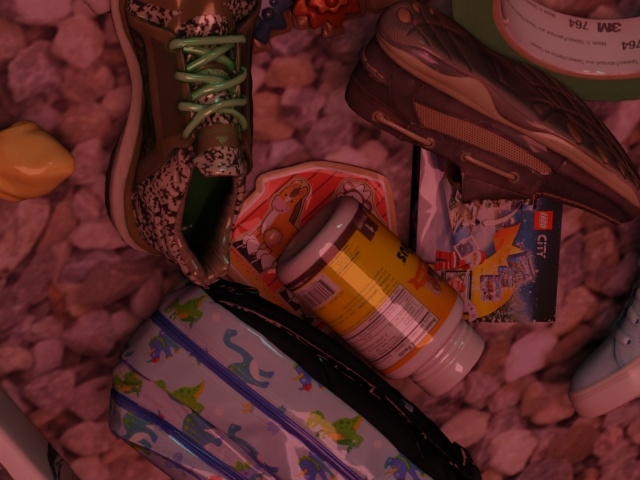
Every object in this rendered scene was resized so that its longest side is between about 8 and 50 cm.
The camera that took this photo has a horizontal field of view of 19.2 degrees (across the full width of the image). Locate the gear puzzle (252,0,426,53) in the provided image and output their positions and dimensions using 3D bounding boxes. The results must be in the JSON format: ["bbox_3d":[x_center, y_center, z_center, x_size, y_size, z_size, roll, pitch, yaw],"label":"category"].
[{"bbox_3d":[0.044,-0.302,1.934,0.339,0.044,0.175,-14,106,-6],"label":"gear puzzle"}]

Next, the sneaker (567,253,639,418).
[{"bbox_3d":[0.384,0.033,2.048,0.366,0.135,0.150,-43,88,0],"label":"sneaker"}]

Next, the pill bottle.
[{"bbox_3d":[0.066,0.062,1.953,0.215,0.117,0.117,43,94,-11],"label":"pill bottle"}]

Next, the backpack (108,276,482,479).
[{"bbox_3d":[-0.041,0.189,1.930,0.273,0.290,0.355,-38,98,3],"label":"backpack"}]

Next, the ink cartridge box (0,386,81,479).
[{"bbox_3d":[-0.375,0.290,1.972,0.223,0.129,0.307,-37,107,1],"label":"ink cartridge box"}]

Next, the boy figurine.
[{"bbox_3d":[-0.392,-0.074,1.898,0.285,0.092,0.177,-11,105,-7],"label":"boy figurine"}]

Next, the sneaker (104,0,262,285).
[{"bbox_3d":[-0.108,-0.135,1.838,0.158,0.182,0.410,-11,124,-24],"label":"sneaker"}]

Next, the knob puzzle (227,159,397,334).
[{"bbox_3d":[0.000,0.000,2.012,0.213,0.030,0.213,-2,104,-9],"label":"knob puzzle"}]

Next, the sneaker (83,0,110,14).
[{"bbox_3d":[-0.175,-0.373,1.843,0.152,0.114,0.305,34,97,-16],"label":"sneaker"}]

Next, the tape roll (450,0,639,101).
[{"bbox_3d":[0.289,-0.259,1.864,0.321,0.321,0.077,12,58,-12],"label":"tape roll"}]

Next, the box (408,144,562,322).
[{"bbox_3d":[0.177,-0.027,2.027,0.159,0.044,0.233,0,104,-9],"label":"box"}]

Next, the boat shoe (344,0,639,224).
[{"bbox_3d":[0.174,-0.108,1.905,0.355,0.132,0.130,31,118,-23],"label":"boat shoe"}]
